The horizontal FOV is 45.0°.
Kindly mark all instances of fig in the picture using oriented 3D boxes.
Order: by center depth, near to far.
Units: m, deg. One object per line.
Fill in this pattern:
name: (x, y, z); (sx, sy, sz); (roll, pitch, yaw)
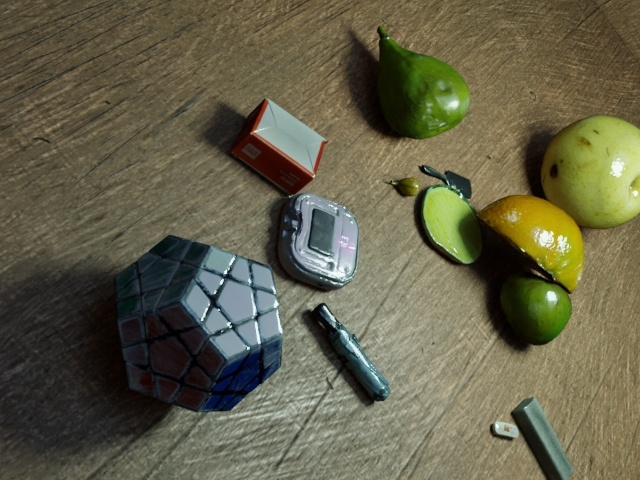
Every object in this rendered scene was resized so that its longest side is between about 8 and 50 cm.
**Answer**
fig: (0.214, -0.141, 1.967); (0.083, 0.050, 0.050); (13, 60, -17)
fig: (0.559, 0.177, 2.008); (0.181, 0.181, 0.190); (-11, 102, -42)
fig: (0.264, -0.408, 2.018); (0.233, 0.233, 0.314); (15, 56, -33)

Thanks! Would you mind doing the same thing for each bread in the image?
bread: (0.344, -0.043, 2.031); (0.229, 0.033, 0.228); (19, 58, -33)

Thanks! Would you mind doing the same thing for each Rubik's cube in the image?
Rubik's cube: (-0.209, 0.144, 1.329); (0.319, 0.319, 0.264); (-20, 55, -43)

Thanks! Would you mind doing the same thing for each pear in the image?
pear: (0.828, -0.202, 2.302); (0.348, 0.348, 0.348); (18, 59, -32)

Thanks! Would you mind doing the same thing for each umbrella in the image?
umbrella: (0.069, 0.238, 1.655); (0.053, 0.052, 0.250); (-39, 96, -42)

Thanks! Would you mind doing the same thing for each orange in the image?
orange: (0.564, 0.017, 2.039); (0.274, 0.274, 0.310); (-38, 118, -43)

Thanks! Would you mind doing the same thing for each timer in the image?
timer: (0.000, 0.000, 1.707); (0.191, 0.069, 0.208); (21, 58, -27)

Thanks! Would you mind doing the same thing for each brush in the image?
brush: (0.346, -0.168, 2.104); (0.194, 0.016, 0.062); (18, 58, -32)

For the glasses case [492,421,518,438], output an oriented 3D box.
glasses case: (0.450, 0.460, 1.877); (0.083, 0.021, 0.032); (20, 56, -31)

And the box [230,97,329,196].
box: (-0.091, -0.205, 1.714); (0.182, 0.099, 0.133); (33, 49, -21)

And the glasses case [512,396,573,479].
glasses case: (0.558, 0.498, 1.930); (0.071, 0.047, 0.204); (-26, 86, -44)
